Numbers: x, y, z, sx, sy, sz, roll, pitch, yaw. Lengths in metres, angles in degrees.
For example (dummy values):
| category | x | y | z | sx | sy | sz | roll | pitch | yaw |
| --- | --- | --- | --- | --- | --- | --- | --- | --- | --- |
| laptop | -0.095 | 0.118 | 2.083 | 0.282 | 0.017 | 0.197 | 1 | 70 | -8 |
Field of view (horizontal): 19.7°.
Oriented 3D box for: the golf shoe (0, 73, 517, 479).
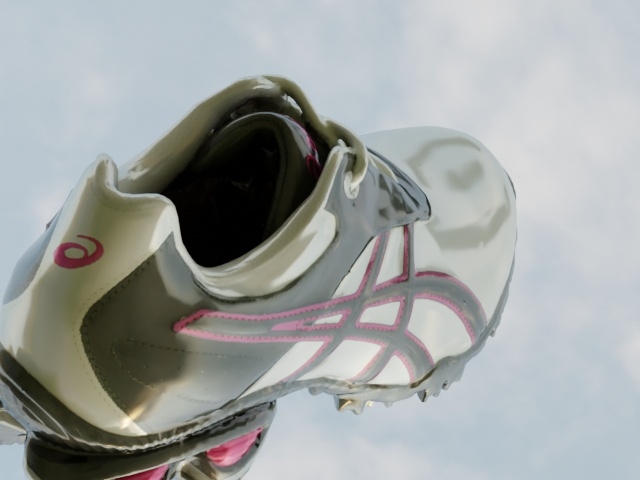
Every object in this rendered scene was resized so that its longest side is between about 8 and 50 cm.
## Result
| category | x | y | z | sx | sy | sz | roll | pitch | yaw |
| --- | --- | --- | --- | --- | --- | --- | --- | --- | --- |
| golf shoe | 0.000 | 0.000 | 0.640 | 0.105 | 0.273 | 0.120 | 35 | -54 | 20 |
